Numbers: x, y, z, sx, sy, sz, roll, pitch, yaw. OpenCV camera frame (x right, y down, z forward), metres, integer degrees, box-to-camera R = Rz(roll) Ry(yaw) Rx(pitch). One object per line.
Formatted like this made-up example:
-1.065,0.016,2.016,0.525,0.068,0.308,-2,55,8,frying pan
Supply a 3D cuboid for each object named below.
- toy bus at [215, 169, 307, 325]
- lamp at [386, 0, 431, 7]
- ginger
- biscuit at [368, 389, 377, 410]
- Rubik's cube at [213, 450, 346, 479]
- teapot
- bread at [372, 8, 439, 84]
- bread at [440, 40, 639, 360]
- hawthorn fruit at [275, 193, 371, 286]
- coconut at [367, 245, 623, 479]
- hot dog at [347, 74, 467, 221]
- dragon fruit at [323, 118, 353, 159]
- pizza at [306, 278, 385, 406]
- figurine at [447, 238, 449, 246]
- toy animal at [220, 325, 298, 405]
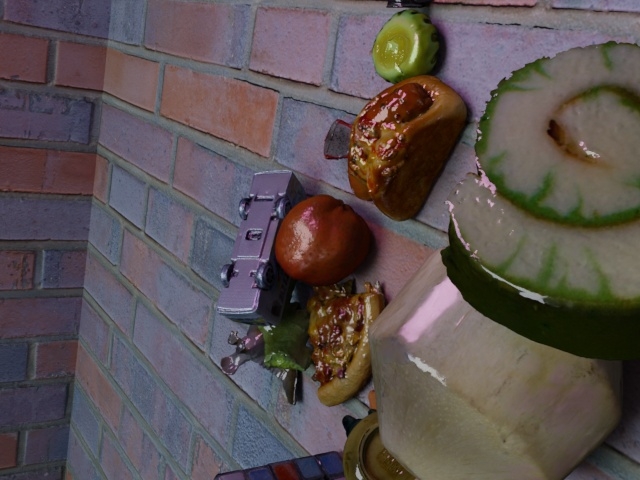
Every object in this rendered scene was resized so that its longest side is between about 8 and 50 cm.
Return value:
-0.112,0.021,1.555,0.109,0.136,0.330,-1,60,24,toy bus
0.237,-0.436,1.205,0.371,0.130,0.108,-154,58,-64,lamp
-0.073,0.142,1.619,0.137,0.089,0.290,-21,63,11,ginger
0.131,0.295,1.401,0.130,0.019,0.102,-53,49,40,biscuit
-0.069,0.619,1.457,0.287,0.292,0.293,57,132,38,Rubik's cube
0.135,0.393,1.297,0.269,0.173,0.182,41,163,20,teapot
0.152,-0.335,1.332,0.139,0.071,0.130,-35,64,48,bread
0.313,-0.050,0.855,0.129,0.382,0.366,62,-176,-54,bread
0.000,0.000,1.458,0.189,0.189,0.189,-1,89,56,hawthorn fruit
0.223,0.181,1.024,0.352,0.352,0.353,-1,89,56,coconut
0.128,-0.157,1.293,0.150,0.153,0.257,56,133,40,hot dog
0.040,-0.198,1.512,0.060,0.056,0.083,-132,56,-74,dragon fruit
0.028,0.180,1.500,0.229,0.081,0.289,53,133,42,pizza
0.232,0.042,1.220,0.143,0.068,0.101,-1,83,43,figurine
-0.124,0.228,1.685,0.272,0.160,0.197,49,127,35,toy animal
